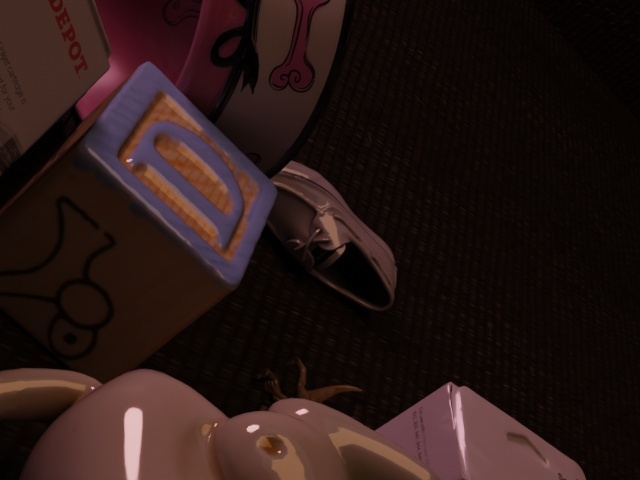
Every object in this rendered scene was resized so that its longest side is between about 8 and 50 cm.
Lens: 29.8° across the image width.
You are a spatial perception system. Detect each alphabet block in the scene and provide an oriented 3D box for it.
[{"bbox_3d":[-0.185,-0.013,1.134,0.192,0.197,0.193,46,29,-14],"label":"alphabet block"}]

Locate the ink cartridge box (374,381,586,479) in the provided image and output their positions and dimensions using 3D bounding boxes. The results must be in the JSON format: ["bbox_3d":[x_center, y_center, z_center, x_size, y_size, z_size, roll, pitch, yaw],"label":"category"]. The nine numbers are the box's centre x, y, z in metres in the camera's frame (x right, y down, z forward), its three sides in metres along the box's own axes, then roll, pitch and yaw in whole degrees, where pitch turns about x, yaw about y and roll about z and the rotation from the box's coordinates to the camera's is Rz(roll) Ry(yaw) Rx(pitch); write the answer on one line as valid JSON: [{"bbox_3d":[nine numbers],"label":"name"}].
[{"bbox_3d":[0.092,0.279,1.130,0.198,0.273,0.115,35,32,-29],"label":"ink cartridge box"}]

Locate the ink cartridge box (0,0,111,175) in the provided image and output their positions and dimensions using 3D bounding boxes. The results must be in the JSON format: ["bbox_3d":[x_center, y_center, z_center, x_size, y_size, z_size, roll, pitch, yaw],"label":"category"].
[{"bbox_3d":[-0.321,-0.132,0.890,0.129,0.223,0.307,24,58,26],"label":"ink cartridge box"}]

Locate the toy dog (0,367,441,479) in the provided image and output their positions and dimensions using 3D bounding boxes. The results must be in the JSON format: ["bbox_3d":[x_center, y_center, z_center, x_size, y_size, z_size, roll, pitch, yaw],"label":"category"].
[{"bbox_3d":[-0.124,0.277,0.813,0.395,0.284,0.408,46,31,-11],"label":"toy dog"}]

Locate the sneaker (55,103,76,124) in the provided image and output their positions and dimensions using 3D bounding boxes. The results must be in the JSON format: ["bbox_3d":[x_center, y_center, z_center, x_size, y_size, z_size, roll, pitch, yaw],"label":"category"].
[{"bbox_3d":[-0.326,-0.170,1.113,0.295,0.178,0.124,6,61,-54],"label":"sneaker"}]

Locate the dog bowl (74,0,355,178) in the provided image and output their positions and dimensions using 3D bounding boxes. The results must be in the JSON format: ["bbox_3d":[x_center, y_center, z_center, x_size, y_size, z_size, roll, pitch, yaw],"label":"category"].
[{"bbox_3d":[-0.142,-0.259,1.297,0.150,0.408,0.408,3,53,-37],"label":"dog bowl"}]

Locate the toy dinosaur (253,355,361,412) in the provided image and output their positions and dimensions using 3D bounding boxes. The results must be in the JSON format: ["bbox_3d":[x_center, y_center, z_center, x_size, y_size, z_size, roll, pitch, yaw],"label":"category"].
[{"bbox_3d":[-0.029,0.179,1.321,0.183,0.053,0.092,-38,106,-55],"label":"toy dinosaur"}]

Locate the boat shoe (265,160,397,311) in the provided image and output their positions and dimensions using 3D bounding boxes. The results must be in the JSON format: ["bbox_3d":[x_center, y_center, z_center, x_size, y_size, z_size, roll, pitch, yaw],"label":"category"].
[{"bbox_3d":[0.000,0.000,1.514,0.267,0.096,0.088,44,23,-33],"label":"boat shoe"}]
